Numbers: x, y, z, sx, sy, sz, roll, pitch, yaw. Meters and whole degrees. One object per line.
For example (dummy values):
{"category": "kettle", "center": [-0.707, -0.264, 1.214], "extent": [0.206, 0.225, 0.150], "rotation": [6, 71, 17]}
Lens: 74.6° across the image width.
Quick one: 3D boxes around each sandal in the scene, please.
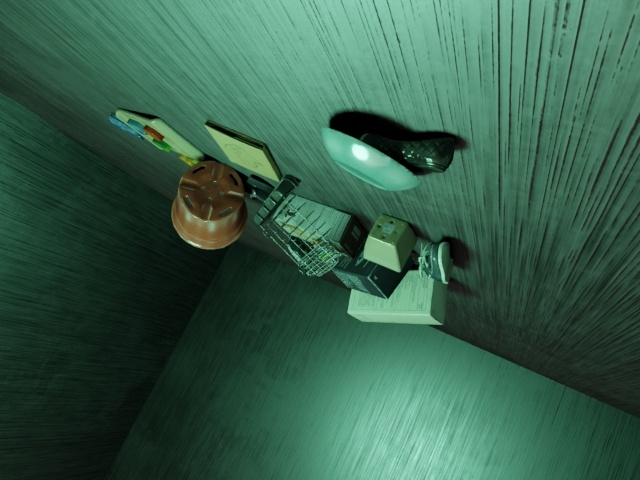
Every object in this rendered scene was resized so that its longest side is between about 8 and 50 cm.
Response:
{"category": "sandal", "center": [-0.190, -0.143, 1.400], "extent": [0.097, 0.054, 0.254], "rotation": [25, 170, 8]}

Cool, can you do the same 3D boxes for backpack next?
{"category": "backpack", "center": [-0.056, 0.039, 1.765], "extent": [0.182, 0.152, 0.115], "rotation": [38, 162, 4]}

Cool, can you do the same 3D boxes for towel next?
{"category": "towel", "center": [-0.657, -0.384, 1.433], "extent": [0.119, 0.029, 0.067], "rotation": [29, 171, -14]}

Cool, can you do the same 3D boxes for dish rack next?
{"category": "dish rack", "center": [-0.058, -0.025, 1.185], "extent": [0.271, 0.074, 0.208], "rotation": [46, 144, -3]}

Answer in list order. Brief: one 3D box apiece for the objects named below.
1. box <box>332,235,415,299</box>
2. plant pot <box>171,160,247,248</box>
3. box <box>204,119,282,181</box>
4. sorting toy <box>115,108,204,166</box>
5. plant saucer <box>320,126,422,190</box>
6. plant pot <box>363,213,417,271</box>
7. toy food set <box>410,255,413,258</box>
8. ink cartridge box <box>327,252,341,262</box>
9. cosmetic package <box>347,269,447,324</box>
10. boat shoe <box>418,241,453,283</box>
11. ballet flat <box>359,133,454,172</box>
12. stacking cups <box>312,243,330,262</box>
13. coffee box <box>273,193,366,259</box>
{"category": "box", "center": [0.158, 0.077, 1.301], "extent": [0.108, 0.153, 0.207], "rotation": [48, 162, -25]}
{"category": "plant pot", "center": [-0.369, -0.127, 1.424], "extent": [0.272, 0.272, 0.265], "rotation": [28, 162, -9]}
{"category": "box", "center": [-0.193, -0.225, 1.082], "extent": [0.164, 0.021, 0.201], "rotation": [25, 171, 12]}
{"category": "sorting toy", "center": [-0.485, -0.305, 1.361], "extent": [0.229, 0.041, 0.307], "rotation": [20, 168, 34]}
{"category": "plant saucer", "center": [0.077, -0.126, 0.711], "extent": [0.195, 0.037, 0.195], "rotation": [28, -175, -3]}
{"category": "plant pot", "center": [0.174, -0.003, 1.065], "extent": [0.109, 0.109, 0.096], "rotation": [22, 157, 25]}
{"category": "toy food set", "center": [0.238, 0.044, 1.367], "extent": [0.122, 0.019, 0.078], "rotation": [16, 166, 47]}
{"category": "ink cartridge box", "center": [0.112, 0.058, 1.503], "extent": [0.150, 0.109, 0.063], "rotation": [18, 170, 40]}
{"category": "cosmetic package", "center": [0.259, 0.193, 1.433], "extent": [0.309, 0.160, 0.113], "rotation": [-4, 152, 38]}
{"category": "boat shoe", "center": [0.295, 0.055, 1.083], "extent": [0.079, 0.095, 0.254], "rotation": [10, 174, 22]}
{"category": "ballet flat", "center": [0.129, -0.142, 0.644], "extent": [0.173, 0.049, 0.057], "rotation": [26, -174, 43]}
{"category": "stacking cups", "center": [0.000, 0.000, 1.538], "extent": [0.096, 0.096, 0.316], "rotation": [22, 169, 24]}
{"category": "coffee box", "center": [-0.002, -0.045, 1.291], "extent": [0.247, 0.098, 0.141], "rotation": [21, 169, 28]}
